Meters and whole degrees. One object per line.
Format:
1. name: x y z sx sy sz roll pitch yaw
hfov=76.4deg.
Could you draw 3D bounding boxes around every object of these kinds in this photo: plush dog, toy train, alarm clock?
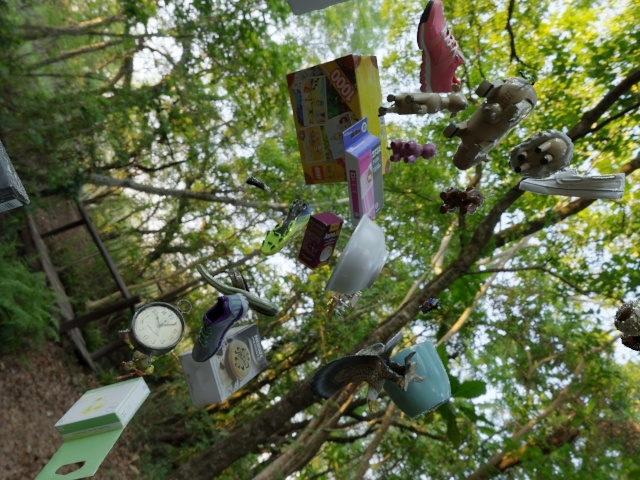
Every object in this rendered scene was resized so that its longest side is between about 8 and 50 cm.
1. plush dog: 0.943 0.204 1.123 0.210 0.262 0.225 35 -10 23
2. toy train: 0.342 0.205 1.279 0.036 0.027 0.158 40 -14 9
3. alarm clock: -0.405 0.216 1.044 0.129 0.192 0.064 45 -47 1

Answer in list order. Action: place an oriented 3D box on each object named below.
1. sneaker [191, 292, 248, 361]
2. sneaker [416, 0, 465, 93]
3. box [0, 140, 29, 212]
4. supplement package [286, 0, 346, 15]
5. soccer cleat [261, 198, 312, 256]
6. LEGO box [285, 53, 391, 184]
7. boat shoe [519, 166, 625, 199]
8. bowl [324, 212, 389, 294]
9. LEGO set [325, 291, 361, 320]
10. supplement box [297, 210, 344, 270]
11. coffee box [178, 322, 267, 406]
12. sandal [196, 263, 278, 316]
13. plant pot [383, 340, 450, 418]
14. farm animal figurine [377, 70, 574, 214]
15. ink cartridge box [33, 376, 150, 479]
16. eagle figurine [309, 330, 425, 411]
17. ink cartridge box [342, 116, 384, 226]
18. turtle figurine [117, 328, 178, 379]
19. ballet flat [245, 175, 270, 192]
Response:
1. sneaker: -0.284 0.220 1.041 0.083 0.223 0.098 43 12 31
2. sneaker: 0.385 -0.598 1.268 0.136 0.116 0.314 16 -29 27
3. box: -0.666 -0.174 0.708 0.143 0.165 0.270 -18 -84 63
4. supplement package: -0.045 -0.760 1.025 0.293 0.177 0.175 33 56 -64
5. soccer cleat: -0.117 -0.033 1.544 0.093 0.289 0.121 14 -37 30
6. LEGO box: 0.082 -0.522 1.813 0.372 0.193 0.500 2 -71 40
7. boat shoe: 0.718 -0.169 1.169 0.258 0.095 0.084 9 -79 28
8. bowl: 0.138 0.068 1.354 0.134 0.298 0.298 27 -33 6
9. LEGO set: 0.106 0.278 1.811 0.107 0.132 0.287 33 -67 19
10. supplement box: 0.000 0.000 1.447 0.081 0.104 0.188 34 -59 29
11. coffee box: -0.312 0.404 1.362 0.119 0.297 0.168 -17 -91 21
12. sandal: -0.263 0.151 1.316 0.303 0.086 0.120 25 -18 7
13. plant pot: 0.411 0.608 1.736 0.293 0.293 0.235 102 -34 -53
14. farm animal figurine: 0.319 -0.237 0.881 0.327 0.172 0.330 -32 -97 47
15. ink cartridge box: -0.518 0.420 0.914 0.235 0.171 0.056 -72 143 -70
16. eagle figurine: 0.139 0.402 1.246 0.298 0.225 0.226 0 -48 31
17. ink cartridge box: 0.164 -0.247 1.503 0.069 0.176 0.371 13 -51 33
18. turtle figurine: -0.730 0.457 1.637 0.087 0.269 0.217 -67 139 -82
19. ballet flat: -0.307 -0.270 2.029 0.173 0.049 0.057 33 -19 38
